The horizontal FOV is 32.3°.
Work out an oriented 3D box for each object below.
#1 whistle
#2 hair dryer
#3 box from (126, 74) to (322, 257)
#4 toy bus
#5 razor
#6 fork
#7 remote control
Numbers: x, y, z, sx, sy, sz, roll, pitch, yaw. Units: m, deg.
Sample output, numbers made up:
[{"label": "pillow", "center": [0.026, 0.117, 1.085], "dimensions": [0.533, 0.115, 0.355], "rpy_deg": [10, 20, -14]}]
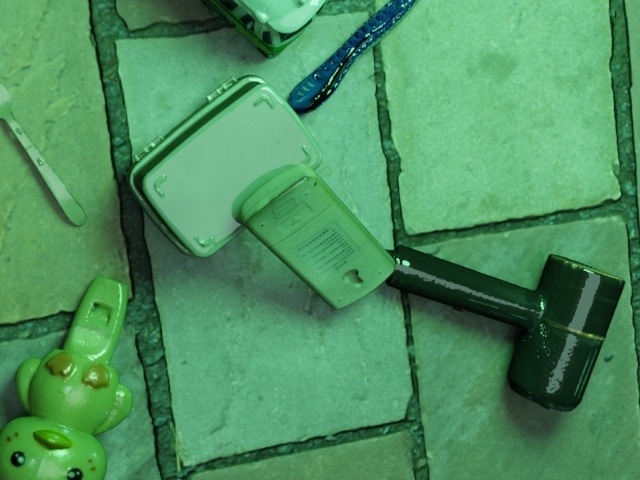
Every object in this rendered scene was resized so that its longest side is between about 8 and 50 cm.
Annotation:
[{"label": "whistle", "center": [-0.289, 0.188, 1.260], "dimensions": [0.141, 0.141, 0.294], "rpy_deg": [17, 92, -16]}, {"label": "hair dryer", "center": [0.194, 0.084, 1.401], "dimensions": [0.352, 0.107, 0.189], "rpy_deg": [17, 95, -8]}, {"label": "box", "center": [-0.110, -0.085, 1.269], "dimensions": [0.210, 0.129, 0.148], "rpy_deg": [-40, 104, -5]}, {"label": "toy bus", "center": [-0.106, -0.334, 1.218], "dimensions": [0.276, 0.164, 0.134], "rpy_deg": [39, 88, -15]}, {"label": "razor", "center": [0.077, -0.273, 1.335], "dimensions": [0.324, 0.093, 0.056], "rpy_deg": [-51, 141, 1]}, {"label": "fork", "center": [-0.333, -0.109, 1.267], "dimensions": [0.034, 0.028, 0.219], "rpy_deg": [-38, 109, -15]}, {"label": "remote control", "center": [0.000, 0.000, 1.265], "dimensions": [0.098, 0.038, 0.233], "rpy_deg": [-35, 139, 9]}]
